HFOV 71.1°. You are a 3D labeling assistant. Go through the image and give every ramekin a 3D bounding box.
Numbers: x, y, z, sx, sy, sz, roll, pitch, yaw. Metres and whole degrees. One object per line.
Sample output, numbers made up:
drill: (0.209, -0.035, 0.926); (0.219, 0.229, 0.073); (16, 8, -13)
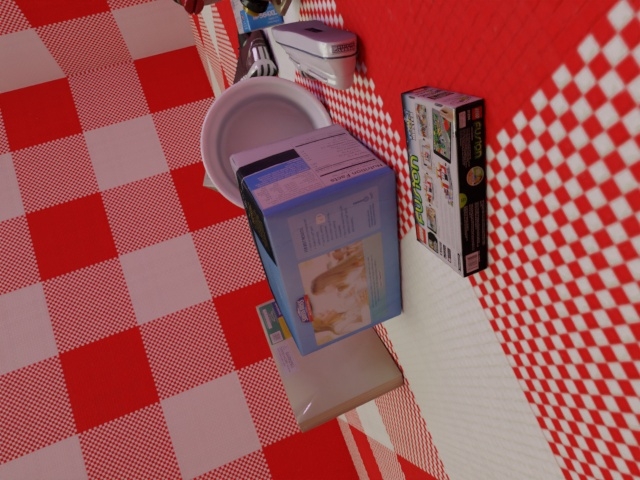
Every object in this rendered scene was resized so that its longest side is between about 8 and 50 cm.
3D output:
ramekin: (-0.111, -0.201, 0.978); (0.135, 0.277, 0.277); (-127, 19, -80)

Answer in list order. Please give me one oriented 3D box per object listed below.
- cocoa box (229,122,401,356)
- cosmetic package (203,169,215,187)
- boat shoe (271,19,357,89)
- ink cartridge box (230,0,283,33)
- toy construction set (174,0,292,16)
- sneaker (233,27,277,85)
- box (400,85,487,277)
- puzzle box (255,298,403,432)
cocoa box: (0.000, 0.000, 0.856); (0.228, 0.231, 0.347); (-125, 19, -49)
cosmetic package: (-0.323, -0.328, 1.685); (0.129, 0.153, 0.296); (22, -101, -75)
boat shoe: (-0.018, -0.317, 0.763); (0.258, 0.095, 0.084); (-122, 21, -52)
ink cartridge box: (-0.165, -0.592, 1.025); (0.148, 0.085, 0.203); (-131, 25, -61)
toy construction set: (-0.098, -0.486, 0.753); (0.309, 0.237, 0.258); (40, 122, 36)
sneaker: (-0.203, -0.536, 1.312); (0.281, 0.106, 0.163); (11, 115, 65)
box: (0.148, -0.070, 0.536); (0.114, 0.036, 0.207); (-128, 21, -58)
puzzle box: (0.006, 0.270, 1.198); (0.409, 0.272, 0.052); (-122, 12, -50)
